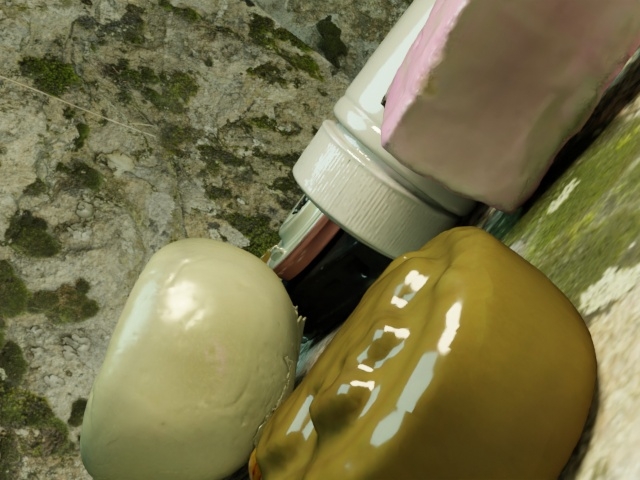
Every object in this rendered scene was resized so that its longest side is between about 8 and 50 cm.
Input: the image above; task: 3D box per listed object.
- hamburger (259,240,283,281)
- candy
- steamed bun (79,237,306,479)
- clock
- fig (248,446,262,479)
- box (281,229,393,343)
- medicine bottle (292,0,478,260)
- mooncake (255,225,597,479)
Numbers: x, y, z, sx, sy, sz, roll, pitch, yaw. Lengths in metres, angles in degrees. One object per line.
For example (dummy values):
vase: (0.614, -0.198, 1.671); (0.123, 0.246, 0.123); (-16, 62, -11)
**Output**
hamburger: (-0.090, 0.123, 1.523); (0.309, 0.132, 0.211); (-55, 8, -7)
candy: (0.172, -0.171, 0.774); (0.265, 0.155, 0.116); (-60, 9, 28)
steamed bun: (-0.148, 0.171, 1.135); (0.312, 0.233, 0.334); (-115, 44, -84)
clock: (0.000, -0.045, 1.254); (0.244, 0.056, 0.244); (-50, 6, 7)
fig: (-0.051, 0.237, 0.893); (0.050, 0.050, 0.083); (-68, -1, -72)
box: (0.080, -0.037, 1.293); (0.350, 0.091, 0.359); (-57, 8, -34)
medicine bottle: (0.136, -0.148, 0.965); (0.332, 0.190, 0.190); (-51, 5, 11)
mooncake: (0.055, 0.090, 0.532); (0.235, 0.117, 0.235); (-55, 5, 7)
